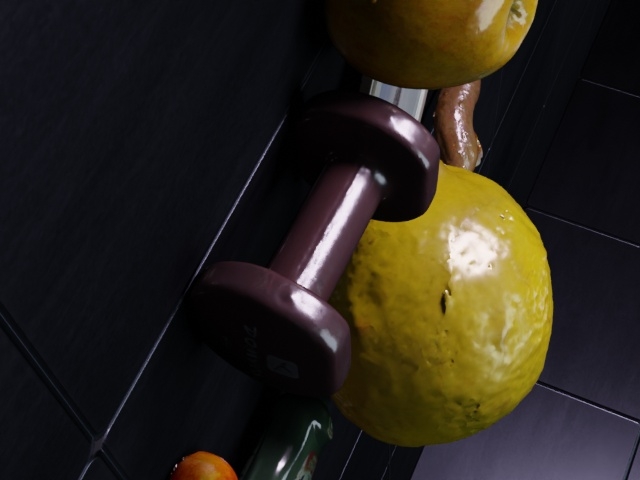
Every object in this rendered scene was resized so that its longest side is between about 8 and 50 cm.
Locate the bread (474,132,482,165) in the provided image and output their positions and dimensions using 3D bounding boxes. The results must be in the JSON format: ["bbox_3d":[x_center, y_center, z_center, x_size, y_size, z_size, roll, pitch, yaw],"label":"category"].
[{"bbox_3d":[0.202,-0.128,1.541,0.109,0.062,0.043,-56,162,-33],"label":"bread"}]

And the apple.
[{"bbox_3d":[0.094,-0.205,0.848,0.182,0.155,0.183,21,90,-78],"label":"apple"}]

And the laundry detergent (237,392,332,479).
[{"bbox_3d":[-0.037,0.229,1.125,0.144,0.078,0.222,83,29,-64],"label":"laundry detergent"}]

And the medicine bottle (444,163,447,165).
[{"bbox_3d":[0.130,-0.011,1.348,0.187,0.102,0.103,82,32,-60],"label":"medicine bottle"}]

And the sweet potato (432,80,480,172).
[{"bbox_3d":[0.171,-0.169,1.345,0.065,0.051,0.219,16,73,-45],"label":"sweet potato"}]

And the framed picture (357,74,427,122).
[{"bbox_3d":[0.091,-0.220,1.043,0.213,0.016,0.289,-19,123,-70],"label":"framed picture"}]

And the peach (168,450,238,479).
[{"bbox_3d":[-0.099,0.232,0.923,0.098,0.061,0.098,-51,149,-46],"label":"peach"}]

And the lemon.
[{"bbox_3d":[0.105,0.063,1.066,0.284,0.260,0.260,-70,166,17],"label":"lemon"}]

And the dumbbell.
[{"bbox_3d":[0.000,0.000,0.846,0.140,0.124,0.225,85,29,-57],"label":"dumbbell"}]
